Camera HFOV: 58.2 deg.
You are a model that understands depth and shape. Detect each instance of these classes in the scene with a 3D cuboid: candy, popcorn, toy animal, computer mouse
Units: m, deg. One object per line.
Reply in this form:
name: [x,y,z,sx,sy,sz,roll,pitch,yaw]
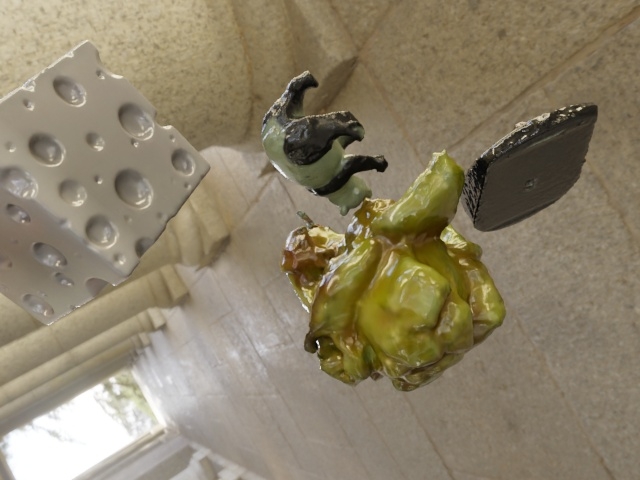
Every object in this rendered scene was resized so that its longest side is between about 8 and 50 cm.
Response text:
candy: [0.000,0.000,1.399,0.053,0.046,0.182,-25,102,50]
popcorn: [0.126,0.056,0.843,0.321,0.325,0.290,-30,104,30]
toy animal: [0.010,-0.116,0.791,0.093,0.121,0.225,52,-171,35]
computer mouse: [0.278,-0.108,0.811,0.295,0.168,0.087,63,-177,-67]

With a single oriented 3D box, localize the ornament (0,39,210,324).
ornament: [-0.348,-0.071,0.783,0.240,0.239,0.239,-25,119,39]
